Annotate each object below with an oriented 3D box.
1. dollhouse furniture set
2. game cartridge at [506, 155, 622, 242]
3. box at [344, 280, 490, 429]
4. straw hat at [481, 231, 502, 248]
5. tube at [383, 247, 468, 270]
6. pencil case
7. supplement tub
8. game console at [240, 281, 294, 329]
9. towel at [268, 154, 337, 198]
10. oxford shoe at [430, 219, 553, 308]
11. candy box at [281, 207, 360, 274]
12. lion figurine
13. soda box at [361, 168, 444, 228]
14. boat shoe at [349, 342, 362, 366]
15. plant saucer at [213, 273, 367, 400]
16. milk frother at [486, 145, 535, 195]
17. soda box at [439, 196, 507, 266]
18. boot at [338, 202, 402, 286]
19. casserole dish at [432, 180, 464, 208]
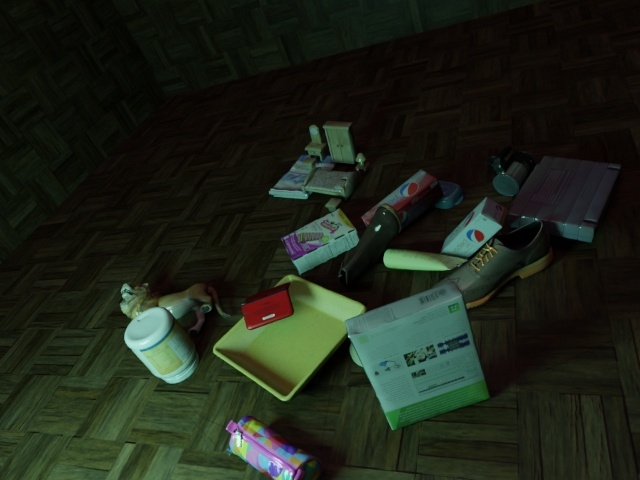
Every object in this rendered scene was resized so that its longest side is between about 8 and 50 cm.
[{"bbox_3d":[0.000,-0.300,1.962,0.304,0.173,0.355,11,46,29],"label":"dollhouse furniture set"},{"bbox_3d":[0.695,-0.128,1.441,0.230,0.068,0.355,11,41,37],"label":"game cartridge"},{"bbox_3d":[0.210,0.251,1.054,0.233,0.321,0.058,-20,32,5],"label":"box"},{"bbox_3d":[0.481,-0.002,1.432,0.061,0.144,0.144,31,52,0],"label":"straw hat"},{"bbox_3d":[0.290,0.060,1.442,0.240,0.062,0.070,3,58,46],"label":"tube"},{"bbox_3d":[-0.108,0.481,1.134,0.237,0.104,0.104,13,50,39],"label":"pencil case"},{"bbox_3d":[-0.454,0.306,1.464,0.145,0.199,0.144,-15,37,12],"label":"supplement tub"},{"bbox_3d":[-0.148,0.188,1.464,0.144,0.085,0.124,-21,67,6],"label":"game console"},{"bbox_3d":[-0.065,-0.274,2.121,0.209,0.034,0.285,9,47,36],"label":"towel"},{"bbox_3d":[0.433,0.061,1.327,0.364,0.132,0.130,-29,36,-6],"label":"oxford shoe"},{"bbox_3d":[0.000,0.000,1.704,0.234,0.071,0.159,-27,35,-4],"label":"candy box"},{"bbox_3d":[-0.482,0.214,1.680,0.393,0.142,0.240,-7,29,0],"label":"lion figurine"},{"bbox_3d":[0.268,-0.112,1.649,0.263,0.083,0.092,-38,40,-5],"label":"soda box"},{"bbox_3d":[0.123,0.300,1.280,0.043,0.049,0.137,6,16,-35],"label":"boat shoe"},{"bbox_3d":[-0.079,0.269,1.401,0.333,0.081,0.333,19,54,43],"label":"plant saucer"},{"bbox_3d":[0.594,-0.219,1.640,0.134,0.129,0.143,-47,-2,-28],"label":"milk frother"},{"bbox_3d":[0.414,-0.020,1.381,0.069,0.216,0.073,31,53,1],"label":"soda box"},{"bbox_3d":[0.140,0.022,1.475,0.090,0.248,0.207,36,66,16],"label":"boot"},{"bbox_3d":[0.395,-0.163,1.716,0.188,0.037,0.114,17,52,44],"label":"casserole dish"}]
